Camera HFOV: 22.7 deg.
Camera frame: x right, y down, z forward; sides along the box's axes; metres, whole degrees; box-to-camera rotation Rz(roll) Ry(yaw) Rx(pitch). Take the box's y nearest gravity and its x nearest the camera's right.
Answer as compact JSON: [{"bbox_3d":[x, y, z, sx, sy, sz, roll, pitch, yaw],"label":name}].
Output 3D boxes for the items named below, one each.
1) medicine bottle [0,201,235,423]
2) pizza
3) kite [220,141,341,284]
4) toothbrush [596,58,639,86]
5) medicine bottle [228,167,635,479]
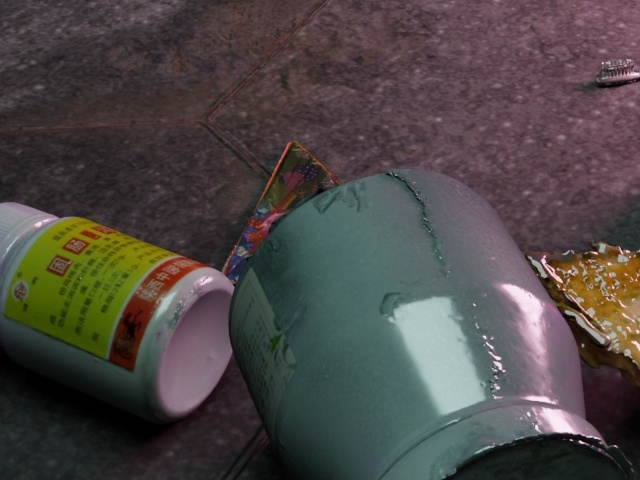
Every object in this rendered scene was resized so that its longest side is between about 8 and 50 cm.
[{"bbox_3d":[-0.193,0.057,1.359,0.225,0.139,0.139,20,43,26],"label":"medicine bottle"},{"bbox_3d":[0.306,0.112,1.280,0.288,0.074,0.251,2,54,-12],"label":"pizza"},{"bbox_3d":[0.000,0.000,1.530,0.234,0.016,0.321,-22,41,-22],"label":"kite"},{"bbox_3d":[0.440,-0.202,1.761,0.288,0.026,0.024,-8,41,-9],"label":"toothbrush"},{"bbox_3d":[0.082,0.122,1.177,0.245,0.245,0.290,-12,37,-13],"label":"medicine bottle"}]
